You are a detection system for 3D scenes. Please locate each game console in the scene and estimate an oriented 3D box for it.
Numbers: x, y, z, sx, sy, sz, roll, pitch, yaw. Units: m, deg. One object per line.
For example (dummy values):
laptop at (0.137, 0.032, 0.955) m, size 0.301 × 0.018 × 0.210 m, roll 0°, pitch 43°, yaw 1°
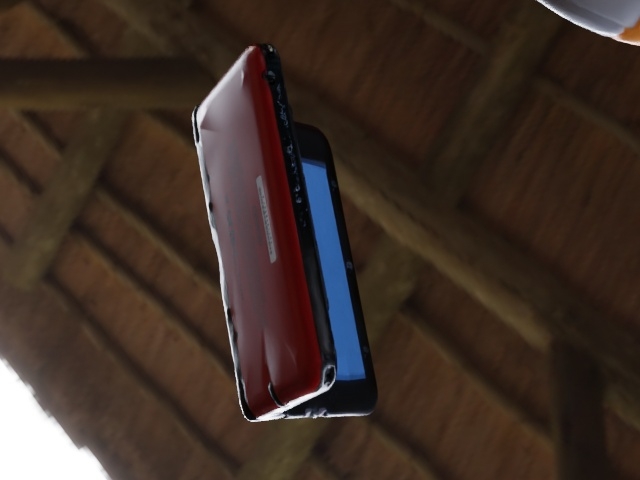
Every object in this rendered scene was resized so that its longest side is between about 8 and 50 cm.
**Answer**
game console at (0.000, 0.000, 0.615) m, size 0.124 × 0.085 × 0.144 m, roll 143°, pitch -62°, yaw -62°

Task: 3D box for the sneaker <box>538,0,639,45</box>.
sneaker at (0.077, -0.218, 0.493) m, size 0.321 × 0.124 × 0.180 m, roll 49°, pitch -49°, yaw 36°
